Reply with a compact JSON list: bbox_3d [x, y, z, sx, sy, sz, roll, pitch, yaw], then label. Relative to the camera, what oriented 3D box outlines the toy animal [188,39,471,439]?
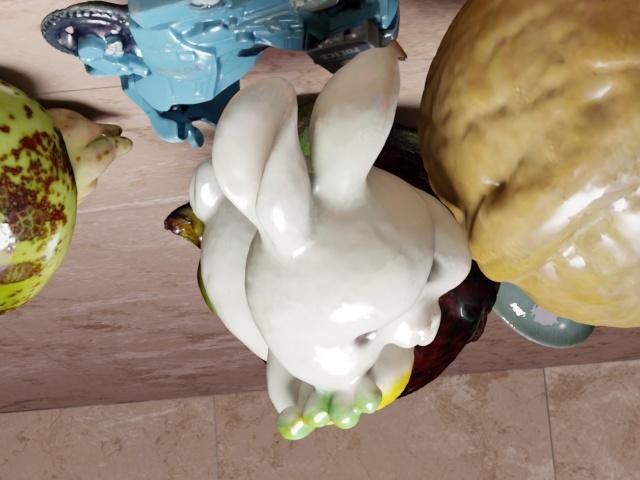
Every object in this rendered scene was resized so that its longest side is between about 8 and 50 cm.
[{"bbox_3d":[0.006,0.004,1.213,0.182,0.247,0.310,-25,-179,-8],"label":"toy animal"}]

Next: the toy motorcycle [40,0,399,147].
[{"bbox_3d":[-0.061,-0.156,1.226,0.272,0.124,0.182,-10,157,23],"label":"toy motorcycle"}]

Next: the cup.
[{"bbox_3d":[0.298,0.010,1.958,0.199,0.199,0.150,5,146,-34],"label":"cup"}]

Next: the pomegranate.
[{"bbox_3d":[-0.285,-0.038,1.468,0.276,0.204,0.222,2,150,-36],"label":"pomegranate"}]

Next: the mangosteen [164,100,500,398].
[{"bbox_3d":[0.030,0.018,1.630,0.311,0.311,0.311,-4,167,-1],"label":"mangosteen"}]

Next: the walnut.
[{"bbox_3d":[0.226,-0.084,1.218,0.332,0.333,0.333,-4,167,-1],"label":"walnut"}]
